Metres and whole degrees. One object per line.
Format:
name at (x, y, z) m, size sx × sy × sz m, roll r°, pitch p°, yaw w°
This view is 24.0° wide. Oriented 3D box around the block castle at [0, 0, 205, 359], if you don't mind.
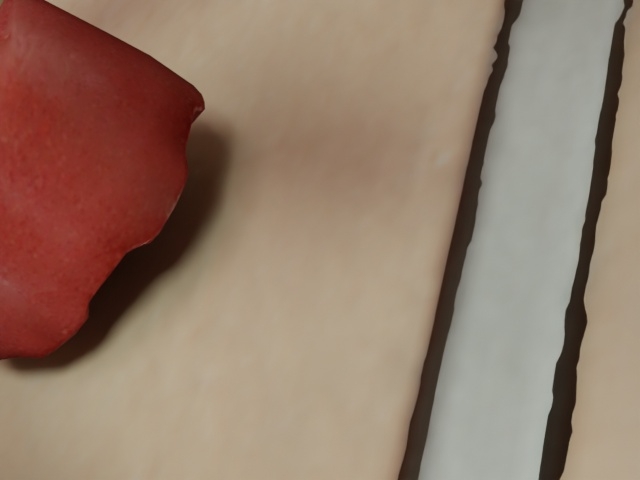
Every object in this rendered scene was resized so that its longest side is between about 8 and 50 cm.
block castle at (0.000, 0.000, 0.167) m, size 0.303 × 0.213 × 0.453 m, roll -43°, pitch 27°, yaw 20°
